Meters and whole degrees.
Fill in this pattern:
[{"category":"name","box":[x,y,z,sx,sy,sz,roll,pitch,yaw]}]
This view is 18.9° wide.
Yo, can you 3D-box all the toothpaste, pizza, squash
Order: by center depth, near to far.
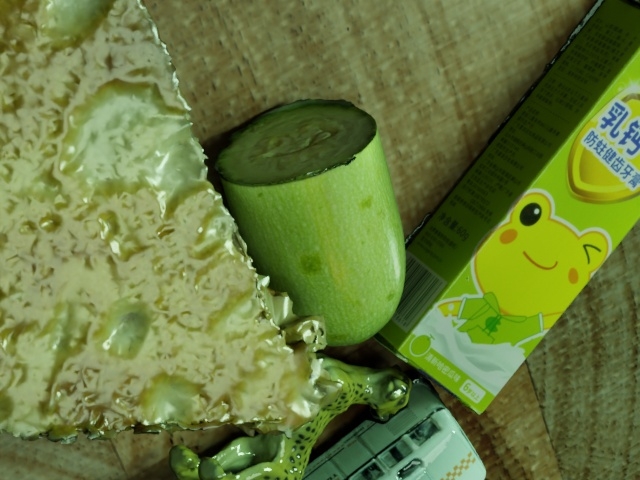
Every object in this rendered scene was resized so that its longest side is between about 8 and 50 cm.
[{"category":"pizza","box":[-0.177,0.023,1.249,0.406,0.130,0.440,35,91,-19]},{"category":"squash","box":[0.000,0.000,1.360,0.123,0.123,0.187,-25,126,-16]},{"category":"toothpaste","box":[0.169,-0.027,1.457,0.110,0.077,0.327,38,92,-34]}]

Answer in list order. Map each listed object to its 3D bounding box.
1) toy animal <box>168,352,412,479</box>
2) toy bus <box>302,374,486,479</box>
[{"category":"toy animal","box":[-0.027,0.151,1.441,0.136,0.073,0.181,29,93,-41]},{"category":"toy bus","box":[0.035,0.200,1.482,0.194,0.089,0.087,-37,124,-7]}]
